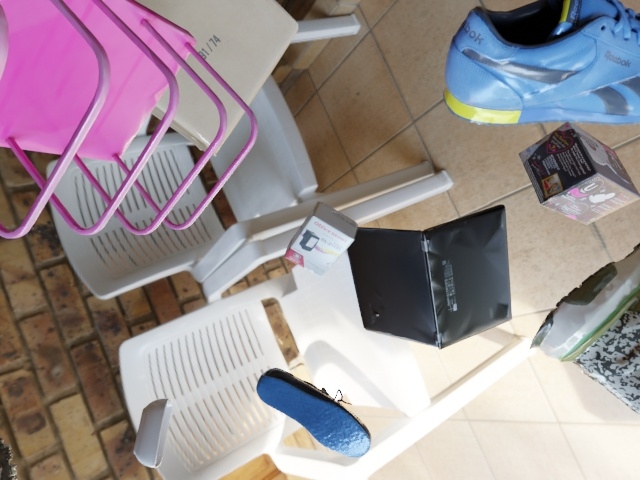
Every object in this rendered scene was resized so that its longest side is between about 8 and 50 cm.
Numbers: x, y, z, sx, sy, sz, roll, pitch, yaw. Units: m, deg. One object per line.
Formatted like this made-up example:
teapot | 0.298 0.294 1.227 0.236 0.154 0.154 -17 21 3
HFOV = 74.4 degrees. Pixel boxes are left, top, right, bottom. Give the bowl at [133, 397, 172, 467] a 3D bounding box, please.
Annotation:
bowl | -0.374 0.427 0.945 0.142 0.053 0.142 117 159 -65

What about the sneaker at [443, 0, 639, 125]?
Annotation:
sneaker | 0.194 -0.131 0.291 0.082 0.209 0.069 88 180 -58

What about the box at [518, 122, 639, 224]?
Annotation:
box | 0.643 -0.162 1.046 0.142 0.247 0.163 -37 51 43

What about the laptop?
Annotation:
laptop | 0.328 0.101 1.285 0.236 0.408 0.382 -135 29 -65

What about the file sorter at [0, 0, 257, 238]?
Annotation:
file sorter | -0.228 -0.118 0.404 0.182 0.290 0.202 48 110 14

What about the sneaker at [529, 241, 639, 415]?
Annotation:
sneaker | 0.489 0.085 0.568 0.182 0.410 0.158 53 169 29

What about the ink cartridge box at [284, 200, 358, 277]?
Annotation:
ink cartridge box | 0.000 0.000 1.134 0.127 0.072 0.175 30 129 -8

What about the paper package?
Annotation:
paper package | -0.262 -0.397 0.858 0.325 0.309 0.168 -57 28 -3

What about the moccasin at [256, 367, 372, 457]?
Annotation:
moccasin | -0.006 0.442 1.146 0.342 0.117 0.138 36 102 4

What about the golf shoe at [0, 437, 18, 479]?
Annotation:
golf shoe | -0.450 0.348 0.530 0.273 0.120 0.105 18 102 47
